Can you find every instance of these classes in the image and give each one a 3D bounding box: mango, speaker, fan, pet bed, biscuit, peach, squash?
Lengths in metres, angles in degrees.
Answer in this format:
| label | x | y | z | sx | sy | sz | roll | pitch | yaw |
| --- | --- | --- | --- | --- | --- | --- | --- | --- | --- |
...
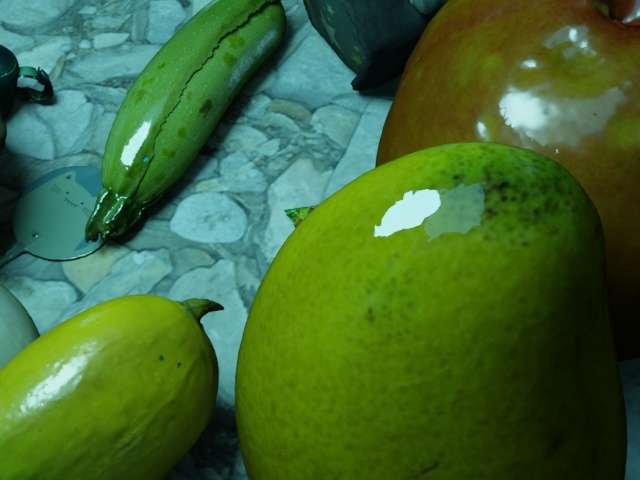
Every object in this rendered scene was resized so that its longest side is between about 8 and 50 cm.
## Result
| label | x | y | z | sx | sy | sz | roll | pitch | yaw |
| --- | --- | --- | --- | --- | --- | --- | --- | --- | --- |
| mango | 0.075 | 0.102 | 0.818 | 0.264 | 0.378 | 0.221 | 7 | 38 | 4 |
| mango | -0.193 | 0.155 | 0.937 | 0.317 | 0.176 | 0.119 | -39 | 58 | -12 |
| speaker | -0.320 | -0.160 | 1.254 | 0.094 | 0.075 | 0.060 | -11 | 56 | -32 |
| fan | -0.262 | -0.009 | 1.173 | 0.175 | 0.005 | 0.113 | -40 | 59 | -22 |
| pet bed | 0.097 | -0.258 | 1.197 | 0.211 | 0.183 | 0.159 | -27 | 53 | -11 |
| biscuit | 0.000 | 0.000 | 1.123 | 0.046 | 0.016 | 0.089 | -17 | 53 | -4 |
| peach | 0.208 | -0.081 | 0.975 | 0.343 | 0.301 | 0.342 | -5 | 54 | 6 |
| squash | -0.135 | -0.136 | 1.197 | 0.094 | 0.094 | 0.341 | 21 | 60 | 22 |

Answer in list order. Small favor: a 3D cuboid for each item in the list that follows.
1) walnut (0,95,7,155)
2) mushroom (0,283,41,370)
| label | x | y | z | sx | sy | sz | roll | pitch | yaw |
| --- | --- | --- | --- | --- | --- | --- | --- | --- | --- |
| walnut | -0.399 | -0.083 | 1.101 | 0.227 | 0.273 | 0.273 | 14 | 52 | -17 |
| mushroom | -0.331 | 0.112 | 1.004 | 0.204 | 0.204 | 0.204 | -4 | 53 | 5 |
